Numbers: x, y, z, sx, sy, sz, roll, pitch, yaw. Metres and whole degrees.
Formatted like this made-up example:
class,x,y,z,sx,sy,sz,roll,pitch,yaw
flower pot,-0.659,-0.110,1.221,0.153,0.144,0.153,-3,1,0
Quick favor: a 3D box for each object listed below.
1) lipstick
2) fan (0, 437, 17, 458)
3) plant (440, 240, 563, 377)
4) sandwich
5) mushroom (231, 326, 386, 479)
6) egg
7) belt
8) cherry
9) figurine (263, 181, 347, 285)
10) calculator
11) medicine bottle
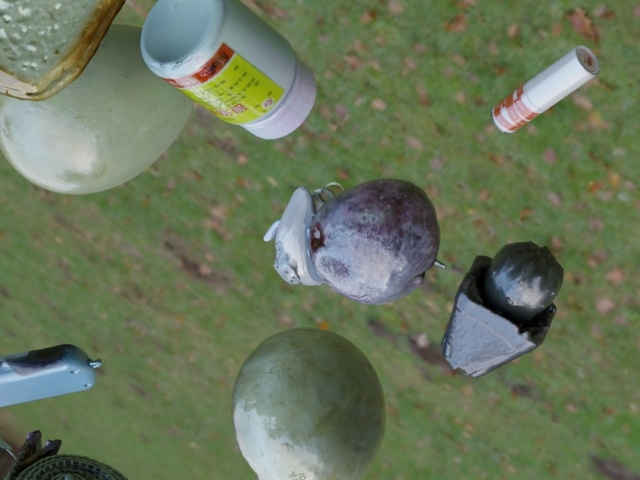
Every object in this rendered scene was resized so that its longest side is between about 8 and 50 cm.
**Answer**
class,x,y,z,sx,sy,sz,roll,pitch,yaw
lipstick,0.245,-0.164,1.304,0.038,0.038,0.130,41,135,-15
fan,-0.543,0.352,2.030,0.083,0.004,0.056,30,175,37
plant,0.297,0.114,1.955,0.164,0.142,0.256,33,123,7
sandwich,-0.357,-0.317,1.331,0.288,0.254,0.099,35,174,-7
mushroom,-0.025,0.334,2.282,0.260,0.352,0.352,-5,139,40
egg,-0.294,-0.183,1.595,0.218,0.295,0.218,38,142,38
belt,-0.356,0.408,1.652,0.206,0.160,0.295,15,-153,-7
cherry,0.077,0.000,1.702,0.195,0.195,0.195,32,162,12
figurine,0.000,0.000,1.923,0.128,0.184,0.208,22,144,45
calculator,-0.523,0.239,2.056,0.293,0.051,0.173,-11,158,0
medicine bottle,-0.114,-0.230,1.538,0.139,0.139,0.225,22,174,38
